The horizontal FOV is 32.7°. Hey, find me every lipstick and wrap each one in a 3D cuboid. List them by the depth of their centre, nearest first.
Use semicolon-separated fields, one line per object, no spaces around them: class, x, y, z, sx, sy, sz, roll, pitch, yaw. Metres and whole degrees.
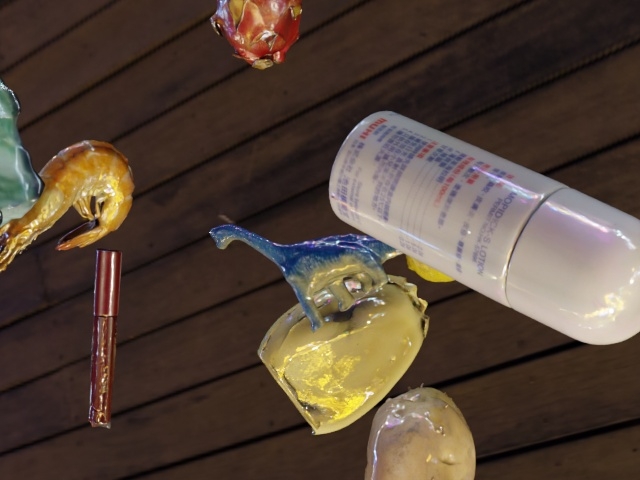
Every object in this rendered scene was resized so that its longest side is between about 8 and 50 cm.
lipstick;-0.212;0.096;1.070;0.027;0.027;0.176;6;94;32

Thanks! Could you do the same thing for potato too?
potato;0.127;0.296;1.418;0.161;0.235;0.128;44;142;-11

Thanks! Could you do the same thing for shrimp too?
shrimp;-0.377;-0.041;1.584;0.249;0.150;0.068;-38;31;-9

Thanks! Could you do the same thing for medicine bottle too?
medicine bottle;0.173;-0.012;1.062;0.341;0.130;0.130;28;100;34

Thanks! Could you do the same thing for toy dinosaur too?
toy dinosaur;0.000;0.000;1.373;0.248;0.075;0.188;-35;94;27

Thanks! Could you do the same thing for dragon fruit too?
dragon fruit;-0.085;-0.365;1.513;0.125;0.125;0.246;5;86;-5

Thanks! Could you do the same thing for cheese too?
cheese;0.056;0.187;1.988;0.316;0.259;0.128;-37;33;-2

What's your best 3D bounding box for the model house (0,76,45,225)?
model house;-0.457;-0.033;0.912;0.329;0.295;0.251;-38;69;35

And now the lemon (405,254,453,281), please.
lemon;0.169;-0.004;1.475;0.133;0.109;0.109;-49;63;13
